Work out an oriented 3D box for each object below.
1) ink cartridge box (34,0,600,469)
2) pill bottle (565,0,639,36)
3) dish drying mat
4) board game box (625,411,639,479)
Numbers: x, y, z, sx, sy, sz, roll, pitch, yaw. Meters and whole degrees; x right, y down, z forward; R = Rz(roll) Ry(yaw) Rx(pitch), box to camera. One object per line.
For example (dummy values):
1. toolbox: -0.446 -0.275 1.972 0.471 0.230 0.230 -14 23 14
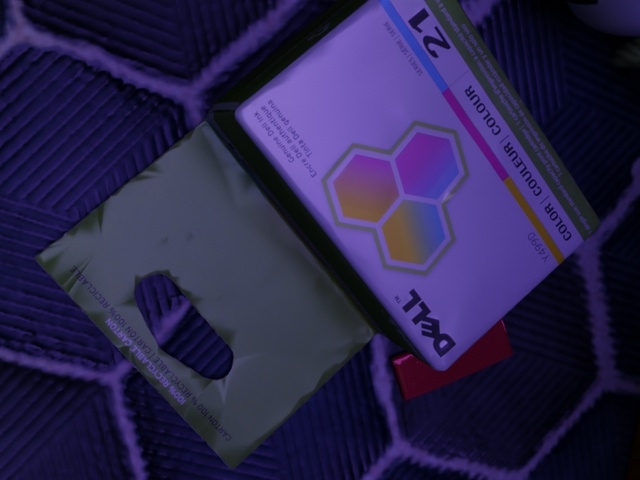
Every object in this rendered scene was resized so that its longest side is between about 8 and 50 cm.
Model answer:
1. ink cartridge box: 0.000 0.000 0.476 0.255 0.097 0.189 -41 107 -9
2. pill bottle: 0.180 -0.243 0.450 0.181 0.181 0.323 -40 111 -9
3. dish drying mat: 0.088 0.078 0.561 0.083 0.008 0.032 -20 102 -13
4. board game box: 0.431 0.101 0.449 0.356 0.356 0.356 10 95 -4
